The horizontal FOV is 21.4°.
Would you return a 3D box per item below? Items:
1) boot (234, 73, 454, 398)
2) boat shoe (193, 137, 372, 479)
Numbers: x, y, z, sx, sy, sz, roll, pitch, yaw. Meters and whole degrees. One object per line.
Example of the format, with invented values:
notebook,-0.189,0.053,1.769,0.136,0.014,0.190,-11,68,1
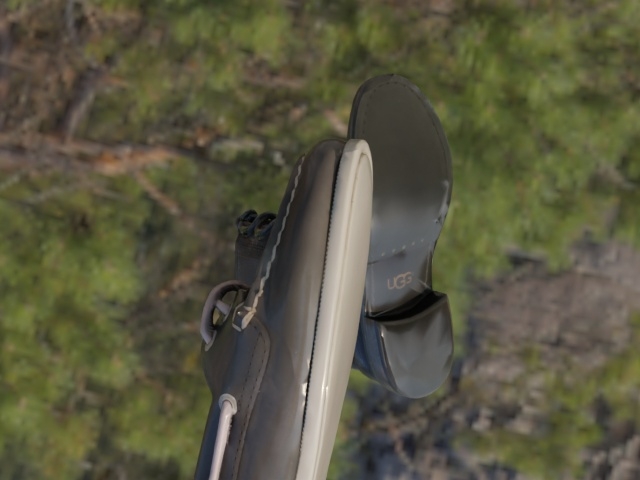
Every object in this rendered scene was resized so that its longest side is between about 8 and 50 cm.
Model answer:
boot,0.000,0.000,1.319,0.091,0.263,0.229,-9,-169,-34
boat shoe,-0.041,0.108,0.863,0.095,0.335,0.112,10,-168,8
